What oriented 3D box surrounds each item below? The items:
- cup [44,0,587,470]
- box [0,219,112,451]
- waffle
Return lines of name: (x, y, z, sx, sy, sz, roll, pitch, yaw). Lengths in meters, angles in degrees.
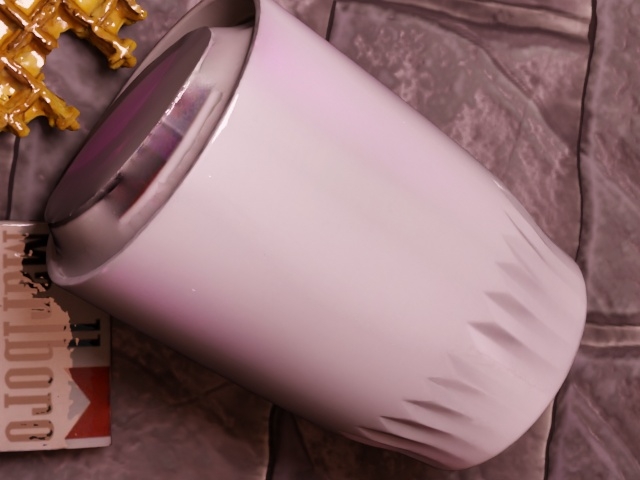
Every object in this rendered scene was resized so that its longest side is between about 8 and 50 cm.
cup: (0.000, 0.000, 1.221, 0.372, 0.253, 0.253, 33, 81, -25)
box: (-0.217, 0.071, 1.263, 0.115, 0.036, 0.177, -1, 91, -19)
waffle: (-0.248, -0.192, 1.241, 0.232, 0.051, 0.228, -1, 91, -18)
